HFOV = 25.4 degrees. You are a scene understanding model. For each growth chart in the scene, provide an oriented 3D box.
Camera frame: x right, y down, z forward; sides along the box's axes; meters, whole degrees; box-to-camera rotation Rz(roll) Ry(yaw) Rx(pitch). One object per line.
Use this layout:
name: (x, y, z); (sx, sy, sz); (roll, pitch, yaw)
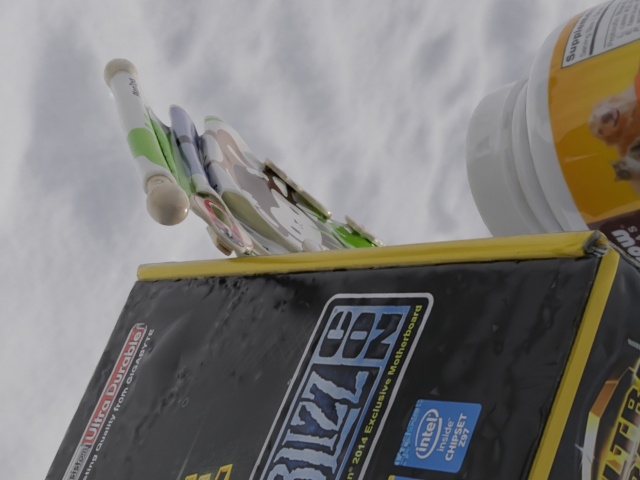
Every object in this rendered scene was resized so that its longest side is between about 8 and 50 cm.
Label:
growth chart: (0.000, 0.000, 0.623); (0.237, 0.172, 0.021); (31, 105, -32)

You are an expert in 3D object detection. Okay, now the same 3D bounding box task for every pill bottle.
pill bottle: (0.163, -0.051, 0.550); (0.117, 0.215, 0.117); (16, 66, -40)

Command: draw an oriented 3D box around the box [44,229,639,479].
box: (-0.031, 0.159, 0.436); (0.079, 0.257, 0.322); (34, 69, -31)
